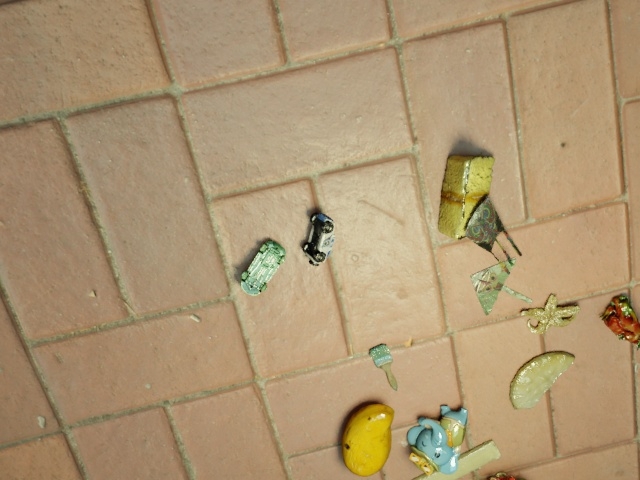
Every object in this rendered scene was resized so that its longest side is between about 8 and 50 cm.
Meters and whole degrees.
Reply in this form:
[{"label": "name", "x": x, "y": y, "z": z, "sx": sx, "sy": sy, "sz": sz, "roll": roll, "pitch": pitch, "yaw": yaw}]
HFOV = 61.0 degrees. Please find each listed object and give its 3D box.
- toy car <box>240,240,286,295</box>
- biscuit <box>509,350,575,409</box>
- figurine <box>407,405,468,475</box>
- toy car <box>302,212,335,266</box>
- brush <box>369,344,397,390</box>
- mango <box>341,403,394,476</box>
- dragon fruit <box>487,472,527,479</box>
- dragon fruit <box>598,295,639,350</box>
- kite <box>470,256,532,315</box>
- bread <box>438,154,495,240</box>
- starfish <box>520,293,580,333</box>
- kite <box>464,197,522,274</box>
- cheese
[{"label": "toy car", "x": -0.186, "y": 0.086, "z": 1.719, "sx": 0.093, "sy": 0.058, "sz": 0.186, "roll": 33, "pitch": 88, "yaw": -14}, {"label": "biscuit", "x": 0.778, "y": 0.493, "z": 1.956, "sx": 0.141, "sy": 0.038, "sz": 0.289, "roll": 37, "pitch": 99, "yaw": -15}, {"label": "figurine", "x": 0.417, "y": 0.701, "z": 1.938, "sx": 0.180, "sy": 0.154, "sz": 0.261, "roll": 23, "pitch": 86, "yaw": -3}, {"label": "toy car", "x": 0.000, "y": 0.000, "z": 1.698, "sx": 0.071, "sy": 0.080, "sz": 0.170, "roll": -3, "pitch": 117, "yaw": -38}, {"label": "brush", "x": 0.232, "y": 0.449, "z": 1.892, "sx": 0.070, "sy": 0.021, "sz": 0.196, "roll": -23, "pitch": 108, "yaw": 3}, {"label": "mango", "x": 0.167, "y": 0.691, "z": 1.908, "sx": 0.177, "sy": 0.120, "sz": 0.294, "roll": 13, "pitch": 103, "yaw": -2}, {"label": "dragon fruit", "x": 0.688, "y": 0.995, "z": 1.964, "sx": 0.231, "sy": 0.302, "sz": 0.236, "roll": -9, "pitch": 115, "yaw": 24}, {"label": "dragon fruit", "x": 1.041, "y": 0.280, "z": 1.873, "sx": 0.142, "sy": 0.138, "sz": 0.174, "roll": 5, "pitch": 95, "yaw": 16}, {"label": "kite", "x": 0.622, "y": 0.161, "z": 1.856, "sx": 0.250, "sy": 0.012, "sz": 0.229, "roll": 22, "pitch": 104, "yaw": -13}, {"label": "bread", "x": 0.447, "y": -0.137, "z": 1.703, "sx": 0.142, "sy": 0.178, "sz": 0.265, "roll": 10, "pitch": 105, "yaw": 24}, {"label": "starfish", "x": 0.795, "y": 0.261, "z": 1.883, "sx": 0.210, "sy": 0.053, "sz": 0.150, "roll": 7, "pitch": 101, "yaw": -7}, {"label": "kite", "x": 0.568, "y": -0.001, "z": 1.745, "sx": 0.285, "sy": 0.015, "sz": 0.152, "roll": 44, "pitch": 73, "yaw": -30}, {"label": "cheese", "x": 0.484, "y": 0.868, "z": 2.038, "sx": 0.401, "sy": 0.034, "sz": 0.085, "roll": -28, "pitch": 108, "yaw": 2}]
